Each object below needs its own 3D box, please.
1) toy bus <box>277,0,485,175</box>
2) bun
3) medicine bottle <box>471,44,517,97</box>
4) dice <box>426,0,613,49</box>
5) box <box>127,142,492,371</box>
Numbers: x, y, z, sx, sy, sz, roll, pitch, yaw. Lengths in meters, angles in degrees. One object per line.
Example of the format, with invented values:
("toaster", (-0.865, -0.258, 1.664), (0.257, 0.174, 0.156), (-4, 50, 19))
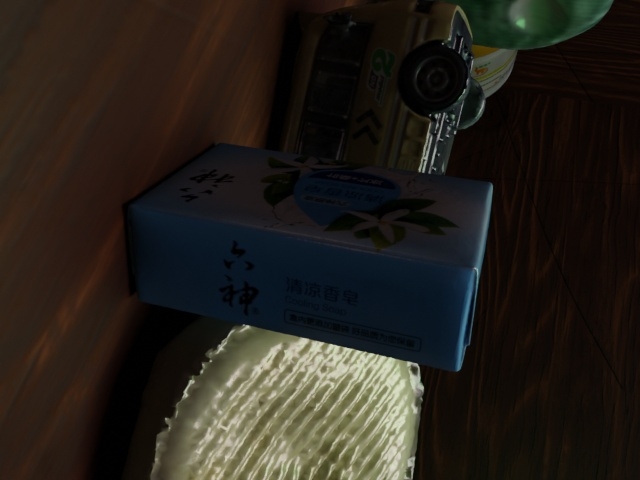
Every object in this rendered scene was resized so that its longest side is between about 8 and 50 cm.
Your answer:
("toy bus", (0.048, -0.067, 0.679), (0.177, 0.202, 0.365), (-9, 113, -70))
("bun", (-0.044, 0.165, 0.536), (0.287, 0.146, 0.287), (-3, 95, -37))
("medicine bottle", (0.257, -0.406, 1.156), (0.232, 0.238, 0.238), (62, 42, -71))
("dice", (0.269, -0.502, 0.880), (0.328, 0.348, 0.330), (78, 27, -65))
("box", (0.000, 0.000, 0.455), (0.142, 0.232, 0.083), (-56, 154, -58))
